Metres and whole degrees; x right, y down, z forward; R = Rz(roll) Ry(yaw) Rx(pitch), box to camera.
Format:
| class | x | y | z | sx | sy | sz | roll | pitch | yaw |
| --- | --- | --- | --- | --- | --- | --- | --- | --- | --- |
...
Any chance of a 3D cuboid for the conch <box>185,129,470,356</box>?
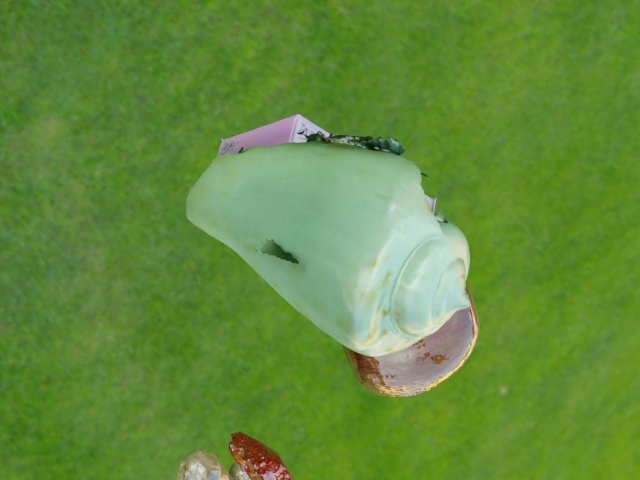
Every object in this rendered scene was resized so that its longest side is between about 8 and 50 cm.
| class | x | y | z | sx | sy | sz | roll | pitch | yaw |
| --- | --- | --- | --- | --- | --- | --- | --- | --- | --- |
| conch | 0.015 | -0.012 | 1.015 | 0.137 | 0.250 | 0.143 | -33 | 155 | -32 |

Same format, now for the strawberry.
| class | x | y | z | sx | sy | sz | roll | pitch | yaw |
| --- | --- | --- | --- | --- | --- | --- | --- | --- | --- |
| strawberry | -0.071 | 0.306 | 1.637 | 0.048 | 0.152 | 0.104 | -28 | 144 | -15 |

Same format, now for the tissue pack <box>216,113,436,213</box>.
| class | x | y | z | sx | sy | sz | roll | pitch | yaw |
| --- | --- | --- | --- | --- | --- | --- | --- | --- | --- |
| tissue pack | 0.007 | -0.048 | 1.507 | 0.246 | 0.149 | 0.092 | 30 | 62 | -36 |

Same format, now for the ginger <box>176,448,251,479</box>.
| class | x | y | z | sx | sy | sz | roll | pitch | yaw |
| --- | --- | --- | --- | --- | --- | --- | --- | --- | --- |
| ginger | -0.140 | 0.383 | 1.813 | 0.334 | 0.081 | 0.147 | 36 | 56 | -71 |

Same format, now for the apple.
| class | x | y | z | sx | sy | sz | roll | pitch | yaw |
| --- | --- | --- | --- | --- | --- | --- | --- | --- | --- |
| apple | 0.113 | 0.108 | 1.693 | 0.188 | 0.211 | 0.211 | -17 | 143 | -4 |
